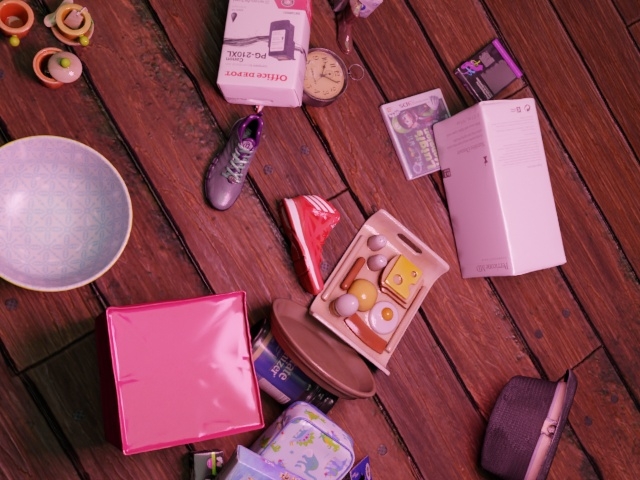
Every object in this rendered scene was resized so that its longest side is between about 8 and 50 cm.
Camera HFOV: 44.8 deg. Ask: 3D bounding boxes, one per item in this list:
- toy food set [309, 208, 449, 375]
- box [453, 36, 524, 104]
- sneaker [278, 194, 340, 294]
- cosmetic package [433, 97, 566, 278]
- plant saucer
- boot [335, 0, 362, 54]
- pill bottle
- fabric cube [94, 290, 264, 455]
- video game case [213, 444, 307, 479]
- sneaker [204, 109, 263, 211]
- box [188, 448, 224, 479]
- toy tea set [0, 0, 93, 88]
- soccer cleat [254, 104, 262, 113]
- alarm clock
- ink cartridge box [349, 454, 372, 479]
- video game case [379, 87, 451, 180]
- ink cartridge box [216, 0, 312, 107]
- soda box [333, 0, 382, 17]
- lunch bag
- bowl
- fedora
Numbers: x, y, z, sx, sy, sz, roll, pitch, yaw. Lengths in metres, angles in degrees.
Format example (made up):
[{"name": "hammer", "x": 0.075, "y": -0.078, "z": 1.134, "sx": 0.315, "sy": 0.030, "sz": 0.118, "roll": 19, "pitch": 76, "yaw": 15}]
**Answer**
[{"name": "toy food set", "x": 0.137, "y": 0.111, "z": 1.715, "sx": 0.220, "sy": 0.092, "sz": 0.306, "roll": 39, "pitch": 66, "yaw": -11}, {"name": "box", "x": 0.425, "y": -0.424, "z": 1.961, "sx": 0.162, "sy": 0.029, "sz": 0.116, "roll": -39, "pitch": 95, "yaw": -23}, {"name": "sneaker", "x": 0.000, "y": 0.000, "z": 1.694, "sx": 0.128, "sy": 0.087, "sz": 0.221, "roll": -16, "pitch": 88, "yaw": -21}, {"name": "cosmetic package", "x": 0.406, "y": -0.112, "z": 1.786, "sx": 0.156, "sy": 0.217, "sz": 0.384, "roll": -9, "pitch": 87, "yaw": -22}, {"name": "plant saucer", "x": -0.001, "y": 0.224, "z": 1.576, "sx": 0.278, "sy": 0.278, "sz": 0.041, "roll": 40, "pitch": 100, "yaw": -10}, {"name": "boot", "x": 0.071, "y": -0.498, "z": 1.791, "sx": 0.037, "sy": 0.114, "sz": 0.106, "roll": -13, "pitch": 86, "yaw": -22}, {"name": "pill bottle", "x": -0.068, "y": 0.270, "z": 1.599, "sx": 0.219, "sy": 0.123, "sz": 0.122, "roll": 39, "pitch": 70, "yaw": -10}, {"name": "fabric cube", "x": -0.275, "y": 0.240, "z": 1.453, "sx": 0.254, "sy": 0.258, "sz": 0.259, "roll": -5, "pitch": 82, "yaw": -21}, {"name": "video game case", "x": -0.110, "y": 0.560, "z": 1.505, "sx": 0.270, "sy": 0.061, "sz": 0.244, "roll": 31, "pitch": 101, "yaw": -13}, {"name": "sneaker", "x": -0.181, "y": -0.173, "z": 1.646, "sx": 0.083, "sy": 0.098, "sz": 0.223, "roll": 21, "pitch": 73, "yaw": -16}, {"name": "box", "x": -0.226, "y": 0.461, "z": 1.543, "sx": 0.062, "sy": 0.052, "sz": 0.083, "roll": -1, "pitch": 82, "yaw": -22}, {"name": "toy tea set", "x": -0.562, "y": -0.471, "z": 1.539, "sx": 0.200, "sy": 0.124, "sz": 0.336, "roll": -37, "pitch": 95, "yaw": -22}, {"name": "soccer cleat", "x": -0.123, "y": -0.319, "z": 1.733, "sx": 0.036, "sy": 0.029, "sz": 0.083, "roll": 17, "pitch": 70, "yaw": -13}, {"name": "alarm clock", "x": 0.012, "y": -0.373, "z": 1.774, "sx": 0.192, "sy": 0.064, "sz": 0.129, "roll": -13, "pitch": 85, "yaw": -19}, {"name": "ink cartridge box", "x": 0.132, "y": 0.638, "z": 1.586, "sx": 0.069, "sy": 0.176, "sz": 0.370, "roll": -13, "pitch": 83, "yaw": 14}, {"name": "video game case", "x": 0.249, "y": -0.257, "z": 1.867, "sx": 0.173, "sy": 0.022, "sz": 0.190, "roll": -20, "pitch": 88, "yaw": -23}, {"name": "ink cartridge box", "x": -0.118, "y": -0.421, "z": 1.683, "sx": 0.172, "sy": 0.100, "sz": 0.237, "roll": 5, "pitch": 78, "yaw": 7}, {"name": "soda box", "x": 0.093, "y": -0.685, "z": 1.843, "sx": 0.091, "sy": 0.098, "sz": 0.286, "roll": 6, "pitch": 79, "yaw": -20}, {"name": "lunch bag", "x": -0.048, "y": 0.445, "z": 1.551, "sx": 0.176, "sy": 0.090, "sz": 0.219, "roll": 38, "pitch": 102, "yaw": -12}, {"name": "bowl", "x": -0.511, "y": -0.040, "z": 1.465, "sx": 0.290, "sy": 0.156, "sz": 0.289, "roll": 3, "pitch": 80, "yaw": -20}, {"name": "fedora", "x": 0.452, "y": 0.426, "z": 1.735, "sx": 0.153, "sy": 0.334, "sz": 0.334, "roll": 20, "pitch": 71, "yaw": 18}]
